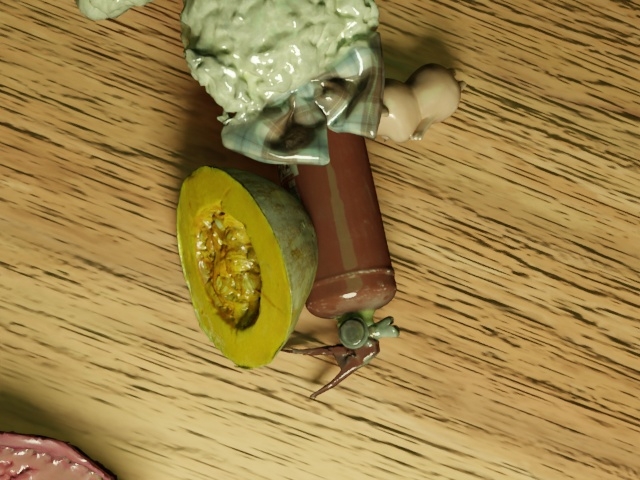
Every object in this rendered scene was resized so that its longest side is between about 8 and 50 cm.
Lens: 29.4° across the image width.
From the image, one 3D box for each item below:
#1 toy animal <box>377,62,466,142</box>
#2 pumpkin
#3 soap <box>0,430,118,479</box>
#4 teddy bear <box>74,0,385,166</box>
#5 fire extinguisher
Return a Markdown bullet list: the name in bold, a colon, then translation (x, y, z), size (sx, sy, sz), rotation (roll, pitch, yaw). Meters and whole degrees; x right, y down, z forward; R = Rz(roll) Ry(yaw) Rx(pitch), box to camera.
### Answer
- **toy animal**: translation (0.101, -0.163, 1.398), size (0.150, 0.083, 0.089), rotation (-20, 109, -28)
- **pumpkin**: translation (-0.064, 0.017, 1.278), size (0.110, 0.217, 0.217), rotation (-20, 80, -39)
- **soap**: translation (-0.270, 0.297, 1.218), size (0.289, 0.112, 0.182), rotation (38, 77, 0)
- **teddy bear**: translation (-0.099, -0.282, 1.332), size (0.327, 0.375, 0.362), rotation (-26, 110, -15)
- **fire extinguisher**: translation (0.000, 0.000, 1.341), size (0.147, 0.106, 0.337), rotation (-15, 78, 19)
